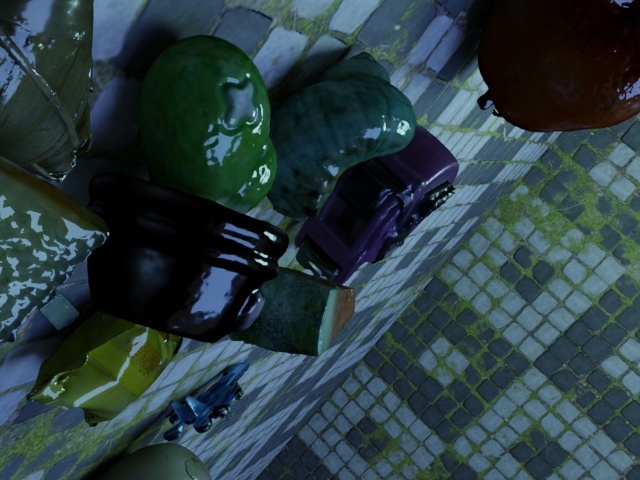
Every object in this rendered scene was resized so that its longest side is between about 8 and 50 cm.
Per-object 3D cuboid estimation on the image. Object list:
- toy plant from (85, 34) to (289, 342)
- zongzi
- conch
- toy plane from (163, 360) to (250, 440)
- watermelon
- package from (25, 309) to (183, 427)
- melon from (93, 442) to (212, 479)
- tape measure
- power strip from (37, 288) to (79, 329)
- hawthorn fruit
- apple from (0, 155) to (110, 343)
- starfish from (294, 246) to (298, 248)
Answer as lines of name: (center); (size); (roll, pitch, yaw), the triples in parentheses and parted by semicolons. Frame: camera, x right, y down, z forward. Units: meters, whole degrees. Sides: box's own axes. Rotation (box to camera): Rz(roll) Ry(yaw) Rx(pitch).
toy plant: (-0.107, -0.039, 0.611); (0.218, 0.176, 0.235); (61, 46, -81)
zongzi: (-0.154, -0.123, 0.414); (0.176, 0.078, 0.160); (-49, 170, 0)
conch: (0.015, -0.120, 0.782); (0.188, 0.122, 0.176); (-38, -176, -19)
toy plane: (-0.197, 0.301, 1.376); (0.169, 0.078, 0.246); (-23, -179, 30)
watermelon: (-0.025, 0.109, 1.228); (0.257, 0.193, 0.139); (-3, 104, -63)
package: (-0.238, 0.138, 0.824); (0.168, 0.090, 0.226); (-45, 168, -16)
melon: (-0.332, 0.512, 1.281); (0.317, 0.223, 0.223); (-45, 165, -2)
tape measure: (0.097, -0.060, 1.088); (0.232, 0.149, 0.245); (-29, 158, -44)
power strip: (-0.263, 0.067, 0.709); (0.027, 0.017, 0.083); (-42, 165, -19)
hawthorn fruit: (0.380, -0.286, 1.043); (0.295, 0.295, 0.311); (-43, 168, -12)
apple: (-0.283, 0.059, 0.336); (0.346, 0.179, 0.254); (-44, 177, -4)
starfish: (0.000, 0.000, 1.193); (0.092, 0.086, 0.016); (-12, 118, -5)
